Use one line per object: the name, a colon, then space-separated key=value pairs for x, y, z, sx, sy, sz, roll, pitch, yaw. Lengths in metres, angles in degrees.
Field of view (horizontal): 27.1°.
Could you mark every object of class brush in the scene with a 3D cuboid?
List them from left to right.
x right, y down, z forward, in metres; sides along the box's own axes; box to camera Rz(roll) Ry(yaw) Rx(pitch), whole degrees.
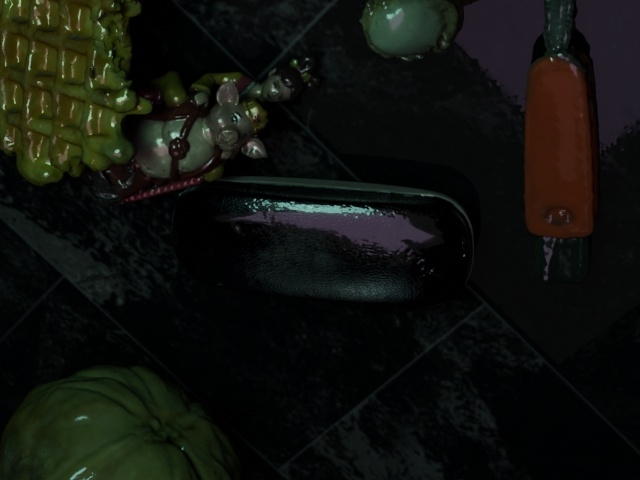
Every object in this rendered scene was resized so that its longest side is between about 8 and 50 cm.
brush: x=0.234 y=-0.105 z=1.278 sx=0.070 sy=0.051 sz=0.323 roll=5 pitch=119 yaw=18

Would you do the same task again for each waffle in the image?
waffle: x=-0.254 y=-0.207 z=1.273 sx=0.281 sy=0.058 sz=0.301 roll=-13 pitch=89 yaw=40

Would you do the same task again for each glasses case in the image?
glasses case: x=0.000 y=0.000 z=1.363 sx=0.314 sy=0.075 sz=0.122 roll=4 pitch=117 yaw=11

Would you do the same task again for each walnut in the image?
walnut: x=-0.225 y=0.284 z=1.447 sx=0.282 sy=0.253 sz=0.277 roll=26 pitch=125 yaw=-2

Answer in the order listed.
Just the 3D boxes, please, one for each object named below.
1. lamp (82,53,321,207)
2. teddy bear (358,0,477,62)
lamp: x=-0.120 y=-0.111 z=1.321 sx=0.253 sy=0.118 sz=0.118 roll=-14 pitch=111 yaw=20
teddy bear: x=0.092 y=-0.318 z=1.146 sx=0.267 sy=0.156 sz=0.256 roll=-33 pitch=118 yaw=-22
